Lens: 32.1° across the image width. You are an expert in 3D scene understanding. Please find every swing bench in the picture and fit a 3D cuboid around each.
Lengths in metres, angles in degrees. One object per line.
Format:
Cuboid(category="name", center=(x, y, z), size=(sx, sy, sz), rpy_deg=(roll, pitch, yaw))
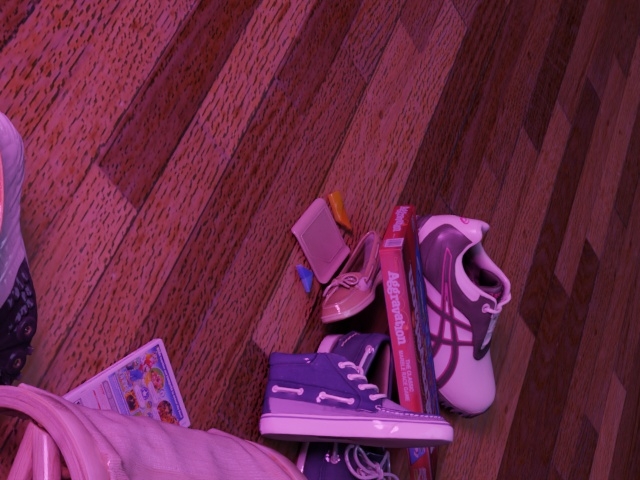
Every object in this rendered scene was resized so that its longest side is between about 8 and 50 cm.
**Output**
Cuboid(category="swing bench", center=(-0.127, 0.248, 0.801), size=(0.253, 0.165, 0.255), rpy_deg=(25, 67, -49))

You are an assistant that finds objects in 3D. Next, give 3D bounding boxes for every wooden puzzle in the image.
Cuboid(category="wooden puzzle", center=(0.000, 0.000, 1.198), size=(0.116, 0.014, 0.079), rpy_deg=(-43, 114, -48))

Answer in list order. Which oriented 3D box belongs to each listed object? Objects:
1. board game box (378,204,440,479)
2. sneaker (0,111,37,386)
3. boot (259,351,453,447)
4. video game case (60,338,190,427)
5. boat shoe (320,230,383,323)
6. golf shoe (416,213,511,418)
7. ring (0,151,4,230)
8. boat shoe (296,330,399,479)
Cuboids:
Cuboid(category="board game box", center=(0.102, 0.117, 1.219), size=(0.145, 0.027, 0.281), rpy_deg=(-62, 145, -67))
Cuboid(category="sneaker", center=(-0.259, 0.018, 0.803), size=(0.085, 0.086, 0.237), rpy_deg=(-9, 105, -54))
Cuboid(category="boot", center=(0.036, 0.153, 1.083), size=(0.069, 0.190, 0.086), rpy_deg=(73, 20, -70))
Cuboid(category="video game case", center=(-0.165, 0.148, 0.952), size=(0.122, 0.011, 0.087), rpy_deg=(-32, 109, -50))
Cuboid(category="boat shoe", center=(0.036, 0.041, 1.206), size=(0.153, 0.056, 0.048), rpy_deg=(-43, 111, -51))
Cuboid(category="golf shoe", center=(0.170, 0.096, 1.322), size=(0.105, 0.120, 0.273), rpy_deg=(-46, 122, -48))
Cuboid(category="ring", center=(-0.354, -0.037, 0.652), size=(0.336, 0.032, 0.337), rpy_deg=(5, 82, -36))
Cuboid(category="boat shoe", center=(0.035, 0.219, 1.151), size=(0.095, 0.079, 0.255), rpy_deg=(31, 60, -46))
